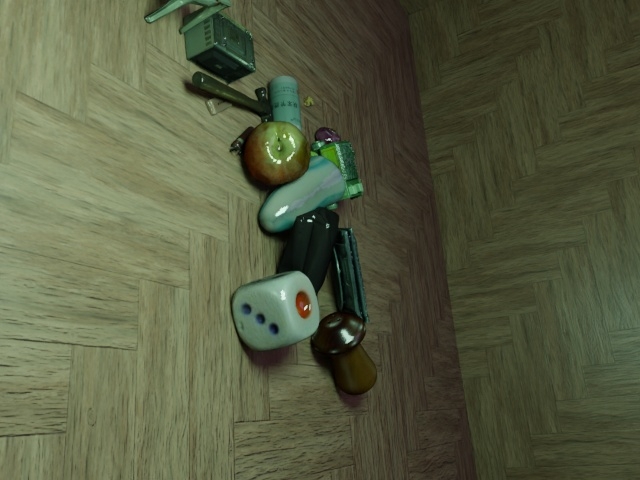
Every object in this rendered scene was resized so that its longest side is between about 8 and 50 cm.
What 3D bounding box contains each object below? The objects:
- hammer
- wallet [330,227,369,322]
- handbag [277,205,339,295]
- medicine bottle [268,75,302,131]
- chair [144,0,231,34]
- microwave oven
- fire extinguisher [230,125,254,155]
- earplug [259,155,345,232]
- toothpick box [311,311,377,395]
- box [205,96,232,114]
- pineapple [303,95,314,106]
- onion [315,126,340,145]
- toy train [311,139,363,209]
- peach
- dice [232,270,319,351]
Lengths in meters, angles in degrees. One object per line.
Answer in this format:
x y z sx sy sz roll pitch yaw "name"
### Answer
-0.266 -0.454 1.743 0.440 0.044 0.168 1 74 -68 "hammer"
0.088 0.124 2.019 0.237 0.075 0.342 -173 -108 -74 "wallet"
-0.025 0.041 1.826 0.288 0.152 0.342 -29 138 -70 "handbag"
-0.122 -0.409 1.966 0.110 0.110 0.352 24 57 -57 "medicine bottle"
-0.361 -0.705 1.486 0.190 0.274 0.203 -34 105 -60 "chair"
-0.303 -0.603 1.702 0.205 0.129 0.163 12 66 -59 "microwave oven"
-0.251 -0.314 1.771 0.173 0.035 0.049 -62 169 -52 "fire extinguisher"
-0.083 -0.136 1.835 0.324 0.185 0.185 -39 114 -39 "earplug"
0.091 0.386 1.913 0.294 0.192 0.192 67 28 -27 "toothpick box"
-0.312 -0.425 1.710 0.048 0.025 0.115 65 29 -16 "box"
-0.050 -0.578 2.282 0.083 0.019 0.045 -42 121 -60 "pineapple"
0.028 -0.415 2.278 0.115 0.115 0.104 -38 155 -61 "onion"
0.043 -0.257 2.119 0.159 0.188 0.272 -20 97 -61 "toy train"
-0.136 -0.278 1.775 0.235 0.214 0.214 -157 -128 -86 "peach"
-0.125 0.200 1.585 0.194 0.191 0.193 -22 98 -61 "dice"
